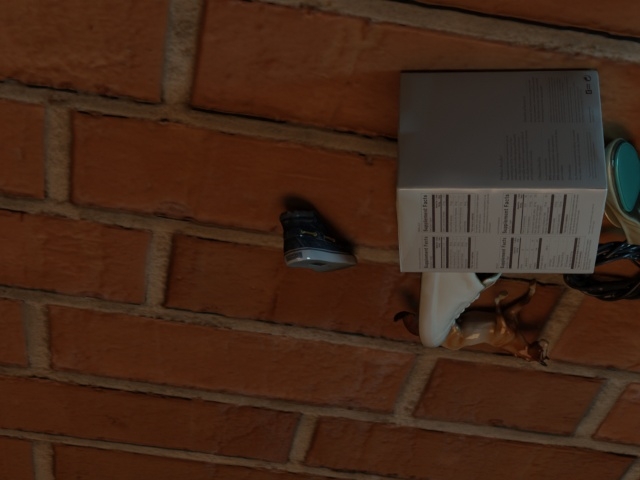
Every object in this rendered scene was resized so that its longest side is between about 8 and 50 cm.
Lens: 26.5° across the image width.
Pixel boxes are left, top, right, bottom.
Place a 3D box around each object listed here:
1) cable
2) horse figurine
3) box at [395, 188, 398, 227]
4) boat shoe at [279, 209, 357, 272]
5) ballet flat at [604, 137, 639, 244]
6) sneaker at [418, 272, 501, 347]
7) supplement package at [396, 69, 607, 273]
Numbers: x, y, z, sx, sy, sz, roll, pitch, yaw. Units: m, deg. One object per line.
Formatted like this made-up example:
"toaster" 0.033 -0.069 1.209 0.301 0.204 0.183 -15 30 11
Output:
"cable" 0.453 0.045 2.110 0.151 0.047 0.184 -19 150 40
"horse figurine" 0.252 0.134 2.244 0.263 0.066 0.174 0 139 2
"box" 0.167 -0.036 2.032 0.105 0.043 0.179 -1 147 7
"boat shoe" 0.000 0.000 2.087 0.065 0.083 0.183 -15 168 25
"ballet flat" 0.429 -0.065 1.941 0.086 0.086 0.248 -15 142 25
"sneaker" 0.211 0.075 2.058 0.123 0.105 0.290 4 145 3
"supplement package" 0.236 -0.089 1.812 0.263 0.199 0.198 0 145 5
